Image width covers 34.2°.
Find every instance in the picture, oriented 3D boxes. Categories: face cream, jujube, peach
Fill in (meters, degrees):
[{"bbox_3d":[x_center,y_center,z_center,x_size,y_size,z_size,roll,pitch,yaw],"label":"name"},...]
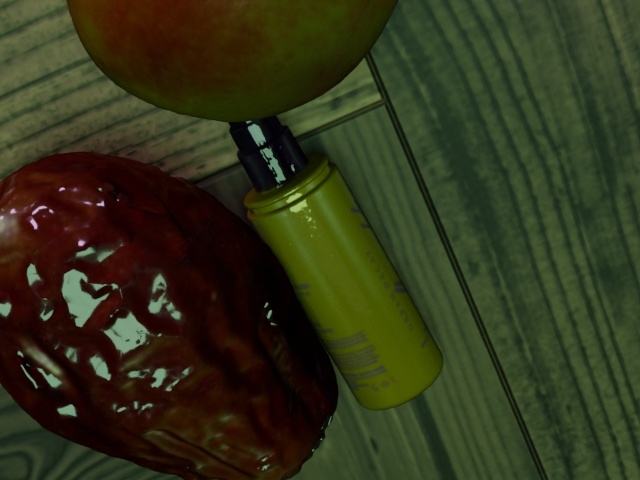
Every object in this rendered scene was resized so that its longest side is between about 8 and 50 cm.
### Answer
[{"bbox_3d":[0.000,0.000,0.782,0.078,0.078,0.273,-28,108,6],"label":"face cream"},{"bbox_3d":[-0.117,0.064,0.732,0.197,0.197,0.290,-42,115,10],"label":"jujube"},{"bbox_3d":[-0.046,-0.187,0.641,0.231,0.231,0.231,-1,109,-3],"label":"peach"}]
